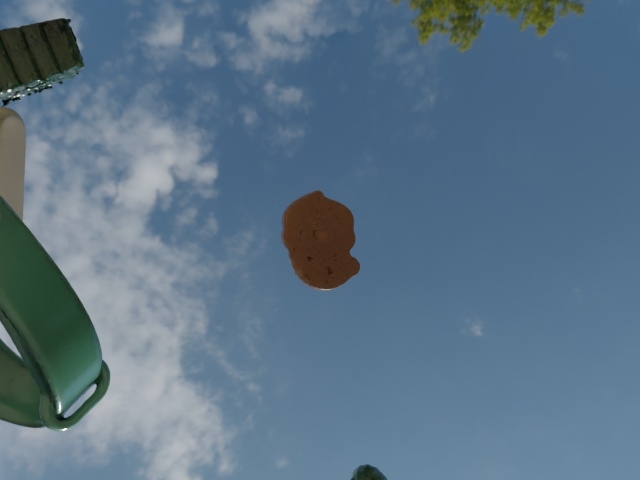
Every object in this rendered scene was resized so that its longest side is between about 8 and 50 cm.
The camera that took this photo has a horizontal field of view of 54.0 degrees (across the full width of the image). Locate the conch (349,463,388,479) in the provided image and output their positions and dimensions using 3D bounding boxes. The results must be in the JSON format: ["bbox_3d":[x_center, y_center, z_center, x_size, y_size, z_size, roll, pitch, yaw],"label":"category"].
[{"bbox_3d":[0.080,0.554,1.299,0.202,0.196,0.134,-40,-116,1],"label":"conch"}]

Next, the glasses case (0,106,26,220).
[{"bbox_3d":[-0.381,-0.057,0.727,0.050,0.083,0.196,4,-88,2],"label":"glasses case"}]

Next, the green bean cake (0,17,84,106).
[{"bbox_3d":[-0.529,-0.304,1.097,0.208,0.193,0.107,-29,-75,-27],"label":"green bean cake"}]

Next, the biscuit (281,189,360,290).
[{"bbox_3d":[0.000,0.000,0.817,0.102,0.019,0.130,-13,-91,-22],"label":"biscuit"}]

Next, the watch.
[{"bbox_3d":[-0.268,0.050,0.486,0.195,0.068,0.237,-28,-76,38],"label":"watch"}]
